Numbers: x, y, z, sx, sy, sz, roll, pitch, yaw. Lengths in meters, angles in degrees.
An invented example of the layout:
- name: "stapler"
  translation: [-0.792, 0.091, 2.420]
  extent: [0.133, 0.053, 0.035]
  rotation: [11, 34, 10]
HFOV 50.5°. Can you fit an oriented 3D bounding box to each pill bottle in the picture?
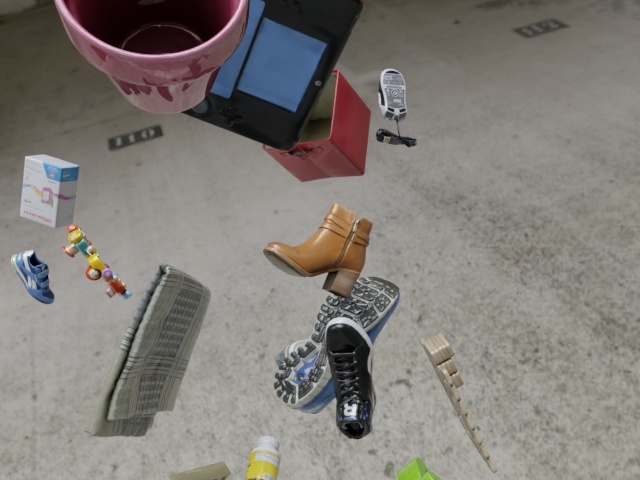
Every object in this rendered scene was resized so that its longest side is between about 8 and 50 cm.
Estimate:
- name: "pill bottle"
  translation: [-0.116, 0.460, 1.377]
  extent: [0.065, 0.065, 0.116]
  rotation: [-6, 38, 15]

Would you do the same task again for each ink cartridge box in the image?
- name: "ink cartridge box"
  translation: [-0.519, -0.094, 1.299]
  extent: [0.089, 0.122, 0.052]
  rotation: [17, 18, 17]

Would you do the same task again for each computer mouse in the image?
- name: "computer mouse"
  translation: [0.176, -0.319, 1.642]
  extent: [0.106, 0.192, 0.042]
  rotation: [0, -10, -22]

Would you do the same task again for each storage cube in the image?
- name: "storage cube"
  translation: [-0.005, -0.267, 1.638]
  extent: [0.184, 0.193, 0.214]
  rotation: [-4, 68, 28]

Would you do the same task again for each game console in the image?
- name: "game console"
  translation: [-0.144, -0.370, 1.315]
  extent: [0.342, 0.386, 0.060]
  rotation: [23, 43, -9]

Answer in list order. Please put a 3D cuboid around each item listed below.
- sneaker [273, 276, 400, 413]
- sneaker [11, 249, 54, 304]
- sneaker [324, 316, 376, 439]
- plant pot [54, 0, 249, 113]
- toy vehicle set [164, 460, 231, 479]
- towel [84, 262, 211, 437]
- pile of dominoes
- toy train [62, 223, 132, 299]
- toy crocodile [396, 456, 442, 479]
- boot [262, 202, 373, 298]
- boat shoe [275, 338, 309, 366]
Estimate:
- name: "sneaker"
  translation: [0.048, 0.216, 1.396]
  extent: [0.330, 0.147, 0.130]
  rotation: [-48, 49, -9]
- name: "sneaker"
  translation: [-0.672, 0.087, 1.612]
  extent: [0.059, 0.144, 0.053]
  rotation: [-26, 17, 7]
- name: "sneaker"
  translation: [0.055, 0.248, 1.162]
  extent: [0.079, 0.216, 0.121]
  rotation: [-10, 27, 13]
- name: "plant pot"
  translation: [-0.184, -0.242, 0.769]
  extent: [0.202, 0.180, 0.201]
  rotation: [3, 72, -8]
- name: "toy vehicle set"
  translation: [-0.335, 0.614, 1.537]
  extent: [0.166, 0.266, 0.035]
  rotation: [7, 35, -52]
- name: "towel"
  translation: [-0.304, 0.218, 1.283]
  extent: [0.056, 0.312, 0.324]
  rotation: [20, 80, 8]
- name: "pile of dominoes"
  translation: [0.264, 0.292, 1.240]
  extent: [0.040, 0.251, 0.196]
  rotation: [-28, 14, 0]
- name: "toy train"
  translation: [-0.422, 0.047, 1.262]
  extent: [0.046, 0.166, 0.125]
  rotation: [-39, -2, -13]
- name: "toy crocodile"
  translation: [0.268, 0.596, 1.418]
  extent: [0.115, 0.105, 0.340]
  rotation: [-52, 43, 4]
- name: "boot"
  translation: [0.000, 0.000, 1.207]
  extent: [0.073, 0.197, 0.152]
  rotation: [4, 70, 55]
- name: "boat shoe"
  translation: [-0.016, 0.371, 2.183]
  extent: [0.099, 0.320, 0.116]
  rotation: [-28, 68, 33]
